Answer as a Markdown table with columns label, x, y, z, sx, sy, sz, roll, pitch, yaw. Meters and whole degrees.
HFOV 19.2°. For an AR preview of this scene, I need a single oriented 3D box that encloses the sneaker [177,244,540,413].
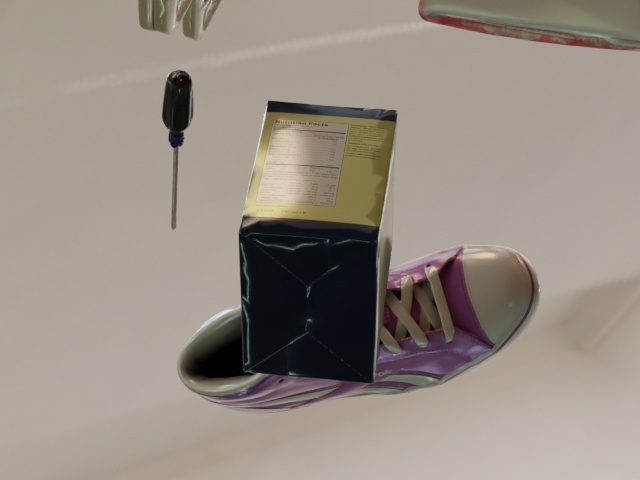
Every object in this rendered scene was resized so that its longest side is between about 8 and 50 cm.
| label | x | y | z | sx | sy | sz | roll | pitch | yaw |
| --- | --- | --- | --- | --- | --- | --- | --- | --- | --- |
| sneaker | 0.027 | 0.072 | 1.448 | 0.161 | 0.282 | 0.102 | 27 | -136 | -72 |

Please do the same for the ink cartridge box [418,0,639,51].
| label | x | y | z | sx | sy | sz | roll | pitch | yaw |
| --- | --- | --- | --- | --- | --- | --- | --- | --- | --- |
| ink cartridge box | 0.103 | -0.158 | 0.692 | 0.092 | 0.159 | 0.218 | 8 | -169 | 13 |

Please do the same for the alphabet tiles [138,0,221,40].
| label | x | y | z | sx | sy | sz | roll | pitch | yaw |
| --- | --- | --- | --- | --- | --- | --- | --- | --- | --- |
| alphabet tiles | -0.029 | -0.241 | 0.953 | 0.021 | 0.278 | 0.284 | 19 | -124 | 8 |

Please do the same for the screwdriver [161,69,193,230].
| label | x | y | z | sx | sy | sz | roll | pitch | yaw |
| --- | --- | --- | --- | --- | --- | --- | --- | --- | --- |
| screwdriver | -0.110 | -0.062 | 1.442 | 0.024 | 0.170 | 0.025 | -5 | -135 | -11 |

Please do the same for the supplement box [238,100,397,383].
| label | x | y | z | sx | sy | sz | roll | pitch | yaw |
| --- | --- | --- | --- | --- | --- | --- | --- | --- | --- |
| supplement box | 0.000 | 0.000 | 0.785 | 0.056 | 0.083 | 0.083 | 5 | -137 | 5 |
